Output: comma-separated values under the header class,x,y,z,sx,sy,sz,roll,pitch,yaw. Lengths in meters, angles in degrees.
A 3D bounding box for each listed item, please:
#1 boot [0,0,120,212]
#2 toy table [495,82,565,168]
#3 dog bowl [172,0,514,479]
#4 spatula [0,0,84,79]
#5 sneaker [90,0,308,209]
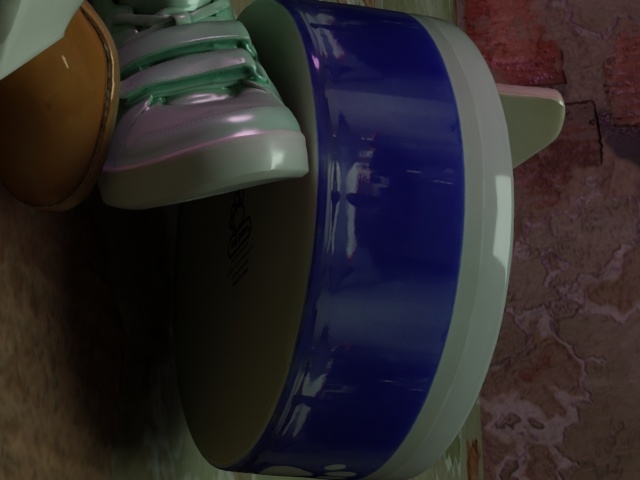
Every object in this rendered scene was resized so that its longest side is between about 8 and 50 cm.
class,x,y,z,sx,sy,sz,roll,pitch,yaw
boot,-0.152,-0.097,0.533,0.152,0.073,0.197,-31,117,-66
toy table,0.044,-0.048,0.999,0.274,0.252,0.160,-111,-156,-65
dog bowl,0.000,0.000,0.744,0.265,0.104,0.264,-174,-90,-69
spatula,-0.146,-0.006,0.319,0.019,0.168,0.242,59,25,-14
sneaker,-0.076,-0.104,0.650,0.256,0.094,0.151,-141,-138,-69
